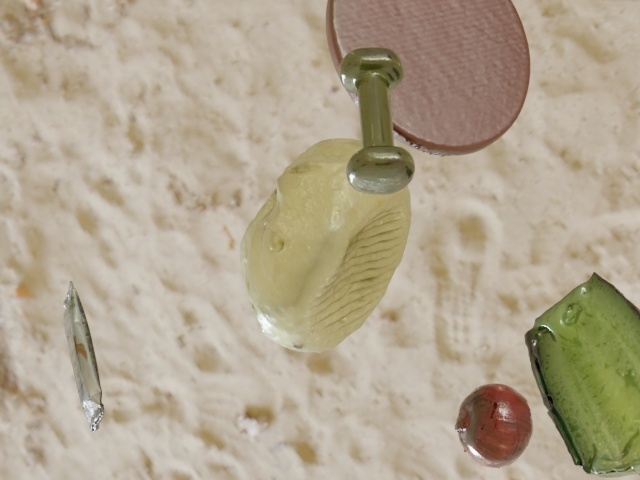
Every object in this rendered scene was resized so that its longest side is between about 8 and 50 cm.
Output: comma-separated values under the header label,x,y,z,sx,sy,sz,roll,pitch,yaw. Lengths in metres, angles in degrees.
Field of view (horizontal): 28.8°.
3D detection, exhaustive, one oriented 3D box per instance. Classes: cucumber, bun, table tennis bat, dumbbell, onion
label,x,y,z,sx,sy,sz,roll,pitch,yaw
cucumber,0.244,0.121,0.983,0.115,0.086,0.193,-48,50,24
bun,0.000,0.000,1.474,0.160,0.259,0.259,28,126,28
table tennis bat,0.119,-0.300,1.570,0.414,0.268,0.051,70,157,10
dumbbell,0.042,-0.091,0.940,0.052,0.118,0.046,1,147,-8
onion,0.268,0.287,1.930,0.131,0.131,0.131,17,121,30

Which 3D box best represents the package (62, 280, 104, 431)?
label,x,y,z,sx,sy,sz,roll,pitch,yaw
package,-0.175,0.085,0.922,0.037,0.015,0.110,-54,46,50
